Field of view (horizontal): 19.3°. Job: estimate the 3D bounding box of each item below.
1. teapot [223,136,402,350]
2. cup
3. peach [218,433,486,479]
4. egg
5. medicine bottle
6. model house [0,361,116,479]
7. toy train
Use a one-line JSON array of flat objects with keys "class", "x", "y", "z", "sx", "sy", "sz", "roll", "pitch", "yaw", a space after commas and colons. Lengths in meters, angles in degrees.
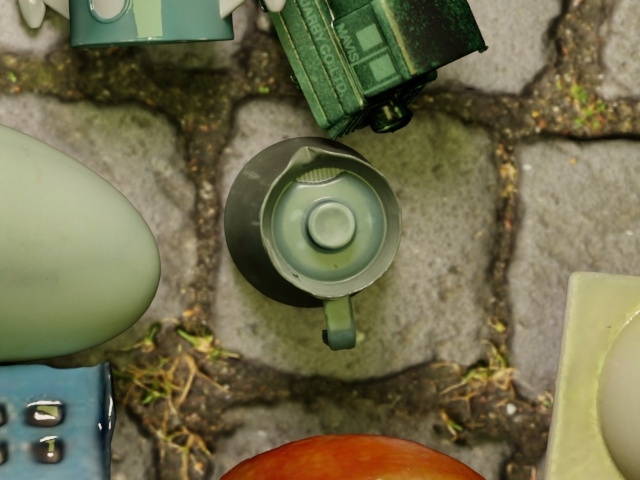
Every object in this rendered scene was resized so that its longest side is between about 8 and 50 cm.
[{"class": "teapot", "x": 0.000, "y": 0.000, "z": 1.797, "sx": 0.171, "sy": 0.225, "sz": 0.203, "roll": -9, "pitch": 93, "yaw": -6}, {"class": "cup", "x": -0.164, "y": -0.273, "z": 1.795, "sx": 0.299, "sy": 0.167, "sz": 0.173, "roll": -1, "pitch": 94, "yaw": 24}, {"class": "peach", "x": 0.039, "y": 0.353, "z": 1.779, "sx": 0.372, "sy": 0.290, "sz": 0.373, "roll": 0, "pitch": 93, "yaw": -9}, {"class": "egg", "x": -0.331, "y": 0.000, "z": 1.756, "sx": 0.370, "sy": 0.230, "sz": 0.230, "roll": 13, "pitch": 90, "yaw": -15}, {"class": "medicine bottle", "x": 0.426, "y": 0.160, "z": 1.849, "sx": 0.406, "sy": 0.236, "sz": 0.236, "roll": 6, "pitch": 91, "yaw": -7}, {"class": "model house", "x": -0.329, "y": 0.246, "z": 1.731, "sx": 0.303, "sy": 0.215, "sz": 0.237, "roll": 3, "pitch": 133, "yaw": -5}, {"class": "toy train", "x": 0.031, "y": -0.266, "z": 1.806, "sx": 0.138, "sy": 0.178, "sz": 0.330, "roll": -26, "pitch": 94, "yaw": -39}]
